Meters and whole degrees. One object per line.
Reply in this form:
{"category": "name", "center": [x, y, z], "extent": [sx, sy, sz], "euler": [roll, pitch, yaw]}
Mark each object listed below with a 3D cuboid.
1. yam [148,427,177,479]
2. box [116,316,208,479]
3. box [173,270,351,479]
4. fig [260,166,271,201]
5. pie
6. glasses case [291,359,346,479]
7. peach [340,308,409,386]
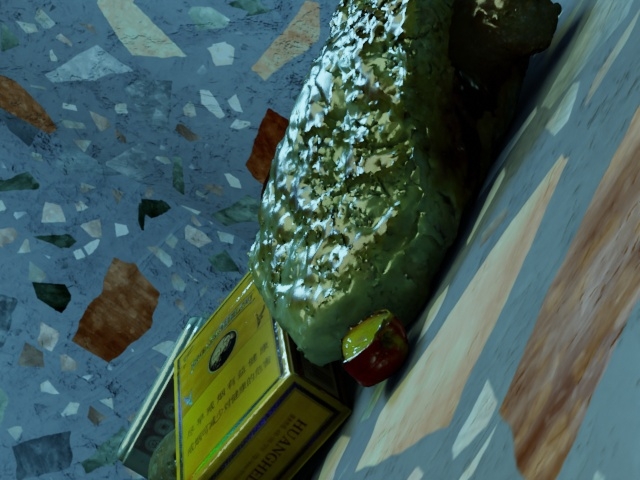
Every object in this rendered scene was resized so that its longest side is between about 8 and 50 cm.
{"category": "yam", "center": [-0.127, 0.267, 1.927], "extent": [0.330, 0.133, 0.133], "euler": [-51, 11, 50]}
{"category": "box", "center": [-0.196, 0.279, 2.309], "extent": [0.311, 0.183, 0.175], "euler": [-62, 4, -5]}
{"category": "box", "center": [-0.073, 0.158, 1.545], "extent": [0.193, 0.084, 0.301], "euler": [-49, 21, 14]}
{"category": "fig", "center": [0.026, -0.021, 2.009], "extent": [0.190, 0.191, 0.290], "euler": [-63, -32, -18]}
{"category": "pie", "center": [0.046, -0.088, 1.462], "extent": [0.418, 0.180, 0.395], "euler": [-64, 19, 0]}
{"category": "glasses case", "center": [-0.041, 0.220, 1.599], "extent": [0.266, 0.056, 0.105], "euler": [-63, 5, -22]}
{"category": "peach", "center": [0.047, 0.102, 1.275], "extent": [0.083, 0.050, 0.077], "euler": [-23, 26, 55]}
